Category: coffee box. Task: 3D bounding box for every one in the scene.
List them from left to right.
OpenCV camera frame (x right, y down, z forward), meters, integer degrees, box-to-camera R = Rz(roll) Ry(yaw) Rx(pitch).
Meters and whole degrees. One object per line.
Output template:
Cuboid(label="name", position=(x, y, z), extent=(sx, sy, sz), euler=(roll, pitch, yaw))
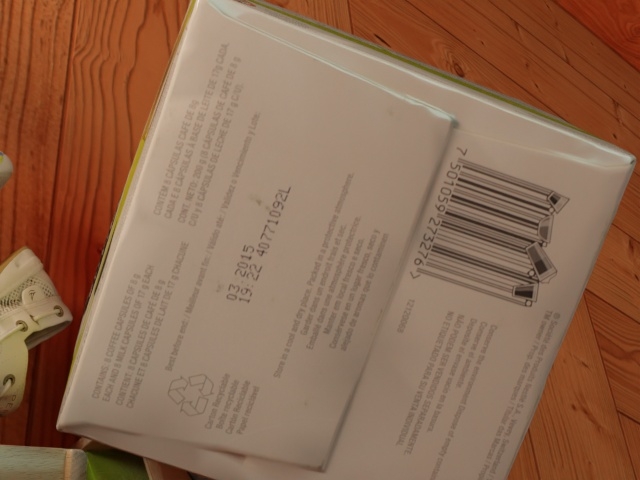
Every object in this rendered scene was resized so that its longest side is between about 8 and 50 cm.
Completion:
Cuboid(label="coffee box", position=(0.000, 0.000, 1.011), extent=(0.338, 0.338, 0.334), euler=(19, 11, -11))

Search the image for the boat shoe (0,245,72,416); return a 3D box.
Cuboid(label="boat shoe", position=(-0.275, 0.100, 0.958), extent=(0.096, 0.098, 0.277), euler=(46, 30, -7))

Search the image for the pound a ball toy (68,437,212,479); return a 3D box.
Cuboid(label="pound a ball toy", position=(-0.042, 0.246, 1.078), extent=(0.319, 0.135, 0.208), euler=(7, 52, -49))

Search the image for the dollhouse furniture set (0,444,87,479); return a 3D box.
Cuboid(label="dollhouse furniture set", position=(-0.233, 0.231, 0.656), extent=(0.161, 0.212, 0.242), euler=(11, 77, -36))

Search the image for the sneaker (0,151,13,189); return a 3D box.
Cuboid(label="sneaker", position=(-0.375, -0.078, 1.018), extent=(0.240, 0.091, 0.126), euler=(-15, 70, -56))
